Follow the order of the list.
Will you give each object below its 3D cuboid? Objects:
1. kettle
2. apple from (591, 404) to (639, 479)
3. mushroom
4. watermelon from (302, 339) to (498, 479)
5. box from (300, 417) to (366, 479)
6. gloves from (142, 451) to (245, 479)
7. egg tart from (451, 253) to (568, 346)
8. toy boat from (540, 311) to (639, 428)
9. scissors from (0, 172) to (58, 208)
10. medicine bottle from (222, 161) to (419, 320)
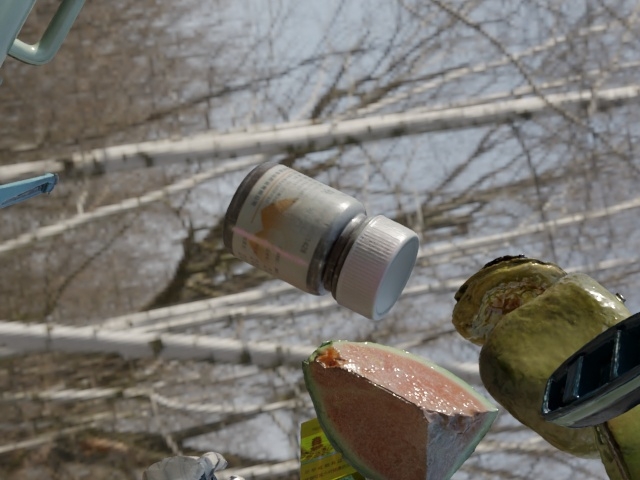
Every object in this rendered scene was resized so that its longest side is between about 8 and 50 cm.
[{"bbox_3d":[-0.547,-0.412,1.942,0.318,0.265,0.205,-61,-170,-1],"label":"kettle"},{"bbox_3d":[0.476,0.288,1.545,0.120,0.193,0.265,63,11,-54],"label":"apple"},{"bbox_3d":[0.387,0.178,1.891,0.217,0.212,0.292,-64,-147,26],"label":"mushroom"},{"bbox_3d":[0.081,0.222,1.431,0.231,0.128,0.146,26,-68,12],"label":"watermelon"},{"bbox_3d":[0.021,0.389,2.164,0.193,0.121,0.030,-90,156,-60],"label":"box"},{"bbox_3d":[-0.206,0.380,1.822,0.128,0.212,0.111,-20,-77,27],"label":"gloves"},{"bbox_3d":[0.352,0.106,2.135,0.241,0.241,0.106,102,-14,-45],"label":"egg tart"},{"bbox_3d":[0.384,0.153,1.443,0.299,0.062,0.096,-45,-162,50],"label":"toy boat"},{"bbox_3d":[-0.606,-0.077,2.114,0.032,0.393,0.180,30,-65,17],"label":"scissors"},{"bbox_3d":[0.000,0.000,1.795,0.273,0.165,0.165,25,-47,19],"label":"medicine bottle"}]
